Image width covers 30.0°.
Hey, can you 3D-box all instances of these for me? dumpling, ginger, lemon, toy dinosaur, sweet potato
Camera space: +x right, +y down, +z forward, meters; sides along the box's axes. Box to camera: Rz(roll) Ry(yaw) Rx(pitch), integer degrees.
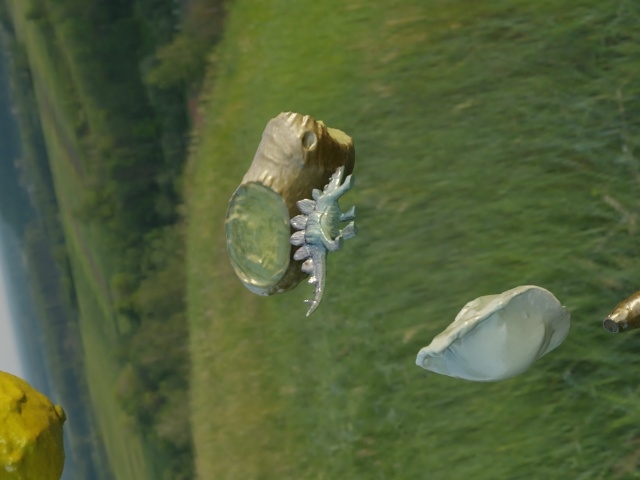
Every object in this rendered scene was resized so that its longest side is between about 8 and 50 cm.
[{"bbox_3d":[0.243,0.129,1.673,0.151,0.229,0.124,75,174,-55],"label":"dumpling"},{"bbox_3d":[-0.035,-0.057,1.666,0.130,0.221,0.276,27,132,17],"label":"ginger"},{"bbox_3d":[-0.465,0.284,1.548,0.233,0.288,0.233,51,151,44],"label":"lemon"},{"bbox_3d":[0.001,0.001,1.406,0.039,0.082,0.209,42,-133,-44],"label":"toy dinosaur"},{"bbox_3d":[0.562,0.086,1.825,0.075,0.273,0.075,-14,-90,-84],"label":"sweet potato"}]
